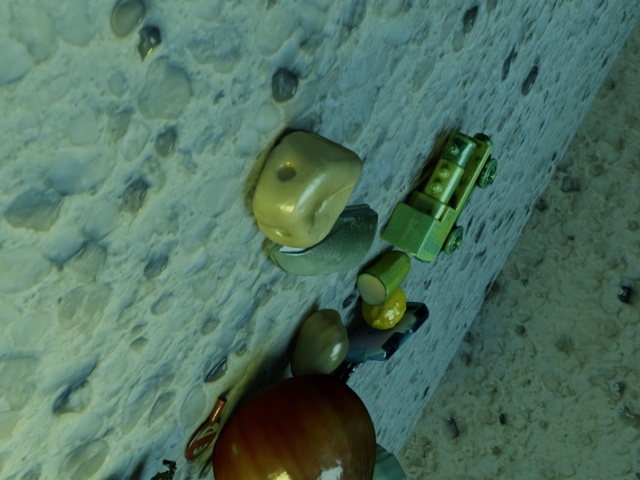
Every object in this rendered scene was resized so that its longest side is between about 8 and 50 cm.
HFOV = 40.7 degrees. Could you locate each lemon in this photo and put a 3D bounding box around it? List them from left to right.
[{"bbox_3d":[0.168,0.166,2.256,0.155,0.114,0.114,-55,160,-41],"label":"lemon"}]

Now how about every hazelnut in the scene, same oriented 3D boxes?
[{"bbox_3d":[-0.049,0.471,1.874,0.359,0.359,0.409,-59,154,-4],"label":"hazelnut"}]

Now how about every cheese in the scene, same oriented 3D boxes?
[{"bbox_3d":[-0.026,-0.084,1.513,0.235,0.117,0.218,-29,145,-47],"label":"cheese"}]

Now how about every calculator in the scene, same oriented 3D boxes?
[{"bbox_3d":[0.172,0.242,2.306,0.293,0.172,0.051,-38,113,-42],"label":"calculator"}]

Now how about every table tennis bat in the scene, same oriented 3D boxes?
[{"bbox_3d":[-0.234,0.390,1.786,0.155,0.019,0.098,-62,158,13],"label":"table tennis bat"}]

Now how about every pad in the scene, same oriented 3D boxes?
[{"bbox_3d":[0.050,0.403,2.353,0.233,0.022,0.174,-56,177,-13],"label":"pad"}]

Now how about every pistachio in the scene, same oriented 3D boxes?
[{"bbox_3d":[-0.005,0.243,1.980,0.185,0.124,0.124,-53,159,4],"label":"pistachio"}]

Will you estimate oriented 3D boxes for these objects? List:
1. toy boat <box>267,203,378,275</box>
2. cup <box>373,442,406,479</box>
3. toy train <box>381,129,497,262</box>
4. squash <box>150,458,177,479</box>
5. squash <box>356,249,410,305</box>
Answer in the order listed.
[{"bbox_3d":[0.000,0.000,1.718,0.319,0.092,0.141,-10,127,-54],"label":"toy boat"},{"bbox_3d":[0.047,0.691,2.208,0.392,0.400,0.311,-13,96,-50],"label":"cup"},{"bbox_3d":[0.317,-0.120,2.198,0.369,0.150,0.237,-63,152,3],"label":"toy train"},{"bbox_3d":[-0.357,0.552,1.616,0.332,0.087,0.087,-61,159,9],"label":"squash"},{"bbox_3d":[0.175,0.085,2.198,0.188,0.095,0.095,-36,148,-47],"label":"squash"}]
